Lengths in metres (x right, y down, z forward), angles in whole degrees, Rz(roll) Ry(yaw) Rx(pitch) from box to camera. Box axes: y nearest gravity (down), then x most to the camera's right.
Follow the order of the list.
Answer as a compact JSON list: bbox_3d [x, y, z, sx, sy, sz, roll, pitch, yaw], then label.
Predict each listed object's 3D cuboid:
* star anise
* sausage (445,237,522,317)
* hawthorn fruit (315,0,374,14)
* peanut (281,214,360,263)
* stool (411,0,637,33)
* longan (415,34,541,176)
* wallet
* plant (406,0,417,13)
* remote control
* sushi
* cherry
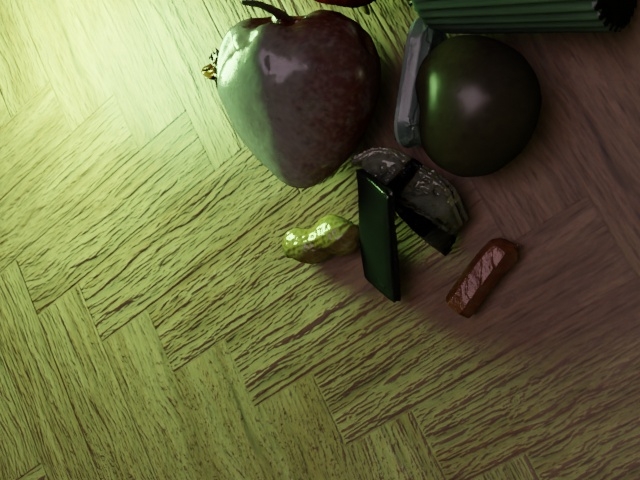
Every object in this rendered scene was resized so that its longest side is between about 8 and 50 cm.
[{"bbox_3d":[-0.184,-0.389,1.991,0.158,0.144,0.140,43,154,33],"label":"star anise"},{"bbox_3d":[0.298,0.060,1.661,0.065,0.065,0.169,43,110,25],"label":"sausage"},{"bbox_3d":[0.051,-0.553,1.703,0.287,0.330,0.287,-9,49,11],"label":"hawthorn fruit"},{"bbox_3d":[0.000,-0.002,1.839,0.192,0.089,0.089,-15,80,30],"label":"peanut"},{"bbox_3d":[0.339,-0.491,1.536,0.330,0.297,0.297,5,91,36],"label":"stool"},{"bbox_3d":[0.271,-0.234,1.602,0.246,0.215,0.246,-29,49,39],"label":"longan"},{"bbox_3d":[0.105,-0.007,1.717,0.124,0.025,0.244,42,146,50],"label":"wallet"},{"bbox_3d":[0.194,-0.493,1.755,0.116,0.104,0.122,-44,30,-13],"label":"plant"},{"bbox_3d":[0.188,-0.297,1.719,0.052,0.104,0.247,11,95,33],"label":"remote control"},{"bbox_3d":[0.170,-0.108,1.730,0.109,0.134,0.273,-45,51,8],"label":"sushi"},{"bbox_3d":[-0.053,-0.293,1.764,0.326,0.291,0.335,26,117,12],"label":"cherry"}]
